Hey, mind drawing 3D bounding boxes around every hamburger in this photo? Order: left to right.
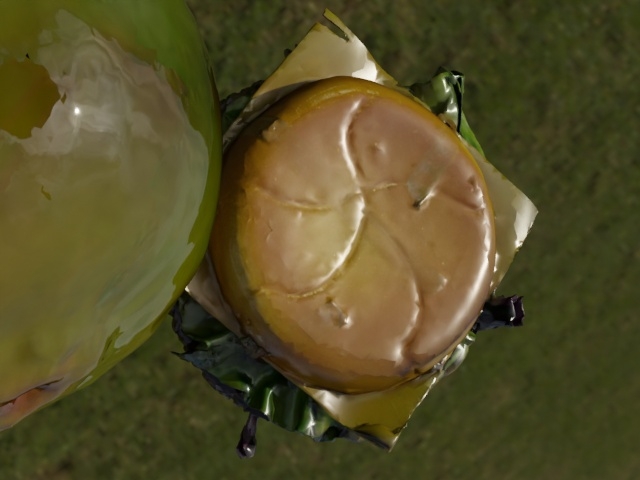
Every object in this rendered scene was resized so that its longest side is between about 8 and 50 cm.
[{"bbox_3d":[0.004,-0.001,0.728,0.189,0.164,0.093,-41,-171,-22],"label":"hamburger"}]

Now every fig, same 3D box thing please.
[{"bbox_3d":[-0.134,-0.043,0.551,0.207,0.230,0.207,-8,141,-7],"label":"fig"}]
